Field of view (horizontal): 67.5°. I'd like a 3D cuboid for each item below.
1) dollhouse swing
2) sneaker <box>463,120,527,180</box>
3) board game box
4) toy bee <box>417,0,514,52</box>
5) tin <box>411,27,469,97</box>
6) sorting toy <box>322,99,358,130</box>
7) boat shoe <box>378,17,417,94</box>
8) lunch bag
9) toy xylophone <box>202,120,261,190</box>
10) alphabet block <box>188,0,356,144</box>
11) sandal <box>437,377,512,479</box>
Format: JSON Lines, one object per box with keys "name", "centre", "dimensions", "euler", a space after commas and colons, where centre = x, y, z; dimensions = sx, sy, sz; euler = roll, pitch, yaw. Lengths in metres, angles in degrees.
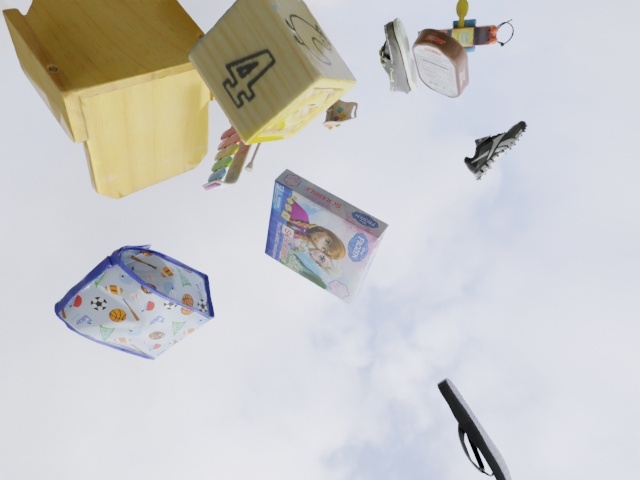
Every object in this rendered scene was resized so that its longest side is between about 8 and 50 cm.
{"name": "dollhouse swing", "centre": [-0.440, -0.329, 1.083], "dimensions": [0.347, 0.305, 0.315], "euler": [-32, -102, -33]}
{"name": "sneaker", "centre": [0.565, -0.314, 1.570], "dimensions": [0.234, 0.106, 0.078], "euler": [-48, 176, 19]}
{"name": "board game box", "centre": [0.000, 0.000, 1.350], "dimensions": [0.318, 0.318, 0.066], "euler": [30, -130, 13]}
{"name": "toy bee", "centre": [0.447, -0.615, 1.411], "dimensions": [0.299, 0.195, 0.162], "euler": [-26, -157, 6]}
{"name": "tin", "centre": [0.238, -0.343, 0.943], "dimensions": [0.106, 0.190, 0.040], "euler": [29, -91, 23]}
{"name": "sorting toy", "centre": [0.050, -0.293, 1.109], "dimensions": [0.075, 0.045, 0.083], "euler": [-6, -125, 24]}
{"name": "boat shoe", "centre": [0.221, -0.527, 1.402], "dimensions": [0.091, 0.305, 0.109], "euler": [-3, -105, 19]}
{"name": "lunch bag", "centre": [-0.607, 0.193, 1.580], "dimensions": [0.328, 0.386, 0.238], "euler": [-38, -131, 18]}
{"name": "toy xylophone", "centre": [-0.310, -0.324, 1.746], "dimensions": [0.236, 0.081, 0.322], "euler": [-18, -129, 45]}
{"name": "alphabet block", "centre": [-0.084, -0.316, 0.889], "dimensions": [0.193, 0.197, 0.192], "euler": [-34, 180, 30]}
{"name": "sandal", "centre": [0.326, 0.423, 1.035], "dimensions": [0.054, 0.097, 0.254], "euler": [-38, -125, 12]}
